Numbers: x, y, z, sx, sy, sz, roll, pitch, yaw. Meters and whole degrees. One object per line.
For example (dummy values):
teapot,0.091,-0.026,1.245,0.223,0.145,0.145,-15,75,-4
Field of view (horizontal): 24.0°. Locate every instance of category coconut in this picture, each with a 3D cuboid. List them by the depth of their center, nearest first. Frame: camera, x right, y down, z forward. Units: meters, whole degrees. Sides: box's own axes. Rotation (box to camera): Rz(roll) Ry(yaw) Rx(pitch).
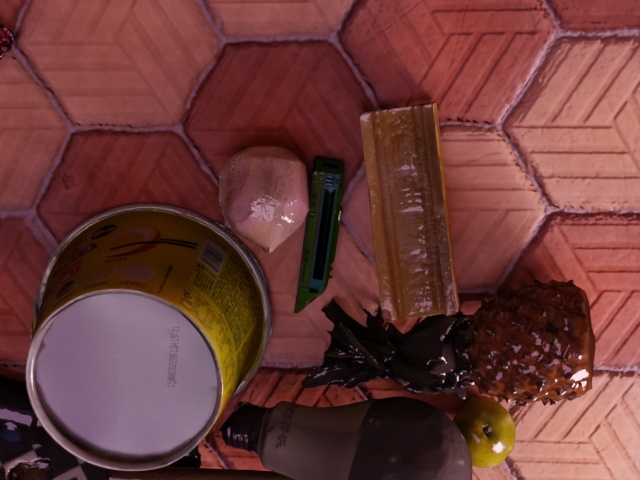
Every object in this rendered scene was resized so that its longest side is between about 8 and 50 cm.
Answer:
coconut,-0.067,-0.046,1.786,0.110,0.110,0.124,-1,78,8

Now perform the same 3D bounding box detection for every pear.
pear,0.209,0.249,1.933,0.092,0.097,0.092,0,91,21

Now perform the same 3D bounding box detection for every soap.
soap,0.104,-0.033,1.765,0.092,0.037,0.252,-6,92,11

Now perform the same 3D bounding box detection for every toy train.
toy train,0.000,0.000,1.850,0.042,0.044,0.209,8,120,1

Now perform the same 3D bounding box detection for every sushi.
sushi,-0.388,0.377,2.053,0.220,0.047,0.231,29,81,1

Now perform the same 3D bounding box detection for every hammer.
hammer,-0.062,0.318,1.980,0.440,0.044,0.168,4,117,-11

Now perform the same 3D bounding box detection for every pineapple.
pineapple,0.152,0.135,1.843,0.365,0.165,0.165,-5,118,11

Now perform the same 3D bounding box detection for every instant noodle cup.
instant noodle cup,-0.222,0.128,1.820,0.311,0.221,0.311,1,108,4

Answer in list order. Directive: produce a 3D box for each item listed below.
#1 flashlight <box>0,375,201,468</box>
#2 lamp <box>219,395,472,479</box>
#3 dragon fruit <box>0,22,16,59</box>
flashlight,-0.363,0.240,2.002,0.424,0.103,0.103,14,120,-2
lamp,0.043,0.253,1.884,0.314,0.182,0.182,31,121,16
dragon fruit,-0.434,-0.240,1.776,0.131,0.063,0.097,41,83,-15
